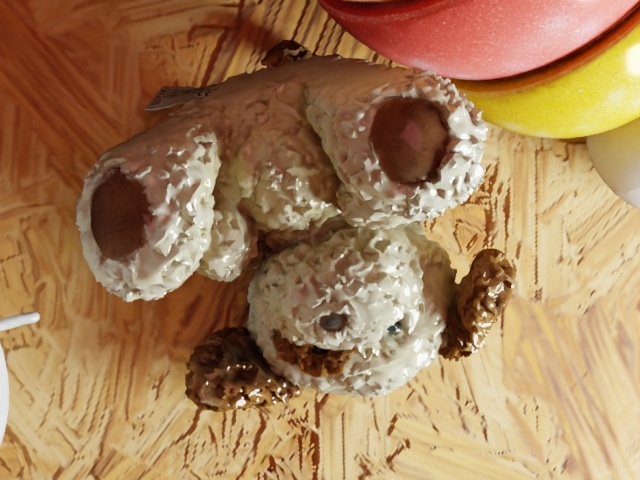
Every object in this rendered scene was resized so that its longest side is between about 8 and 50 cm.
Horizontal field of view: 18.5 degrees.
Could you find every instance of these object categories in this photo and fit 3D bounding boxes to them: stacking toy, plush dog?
[{"bbox_3d":[0.141,-0.186,1.280,0.350,0.350,0.480,-50,126,-13],"label":"stacking toy"},{"bbox_3d":[0.000,0.000,1.278,0.262,0.210,0.225,-15,109,10],"label":"plush dog"}]

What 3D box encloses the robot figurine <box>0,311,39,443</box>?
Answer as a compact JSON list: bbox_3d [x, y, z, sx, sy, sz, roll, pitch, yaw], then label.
[{"bbox_3d":[-0.325,0.123,1.138,0.353,0.200,0.300,-44,139,-13],"label":"robot figurine"}]
